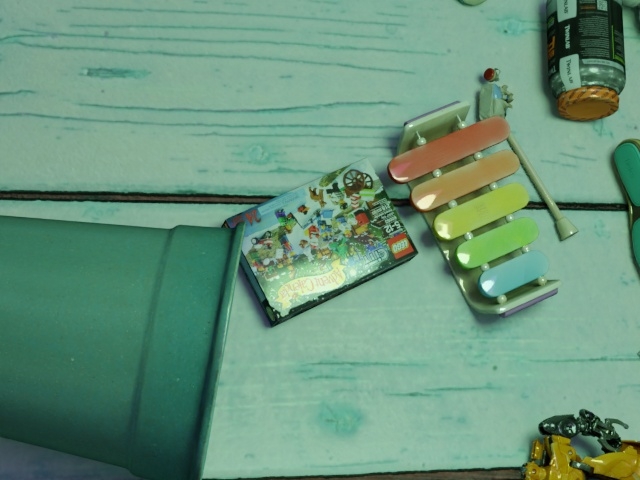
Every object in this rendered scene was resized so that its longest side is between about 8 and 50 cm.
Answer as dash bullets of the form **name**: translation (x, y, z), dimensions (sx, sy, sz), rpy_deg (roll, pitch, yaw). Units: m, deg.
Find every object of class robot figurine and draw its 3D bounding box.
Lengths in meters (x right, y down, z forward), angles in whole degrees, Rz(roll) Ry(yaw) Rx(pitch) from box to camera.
- **robot figurine**: translation (0.404, 0.356, 1.736), dimensions (0.291, 0.085, 0.211), rpy_deg (17, 70, -10)

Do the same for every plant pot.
- **plant pot**: translation (-0.281, 0.118, 1.514), dimensions (0.334, 0.341, 0.341), rpy_deg (9, 71, -4)

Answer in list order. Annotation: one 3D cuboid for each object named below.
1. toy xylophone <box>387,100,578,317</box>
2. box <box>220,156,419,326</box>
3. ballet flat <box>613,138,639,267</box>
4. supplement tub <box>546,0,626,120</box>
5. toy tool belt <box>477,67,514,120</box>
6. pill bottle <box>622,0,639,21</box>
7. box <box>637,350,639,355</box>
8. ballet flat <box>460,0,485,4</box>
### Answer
- **toy xylophone**: translation (0.245, -0.054, 1.821), dimensions (0.236, 0.081, 0.323), rpy_deg (-31, 84, -22)
- **box**: translation (0.000, 0.000, 1.759), dimensions (0.233, 0.044, 0.159), rpy_deg (-25, 81, -20)
- **ballet flat**: translation (0.506, -0.044, 1.895), dimensions (0.073, 0.080, 0.232), rpy_deg (2, 73, -45)
- **supplement tub**: translation (0.404, -0.287, 1.916), dimensions (0.117, 0.117, 0.190), rpy_deg (6, 71, -13)
- **toy tool belt**: translation (0.266, -0.214, 1.899), dimensions (0.051, 0.052, 0.083), rpy_deg (19, 70, -42)
- **pill bottle**: translation (0.609, -0.367, 1.967), dimensions (0.301, 0.169, 0.169), rpy_deg (27, 69, -5)
- **box**: translation (0.583, 0.196, 1.821), dimensions (0.114, 0.103, 0.203), rpy_deg (-40, 86, -23)
- **ballet flat**: translation (0.187, -0.475, 1.935), dimensions (0.086, 0.086, 0.248), rpy_deg (-40, 86, -22)
